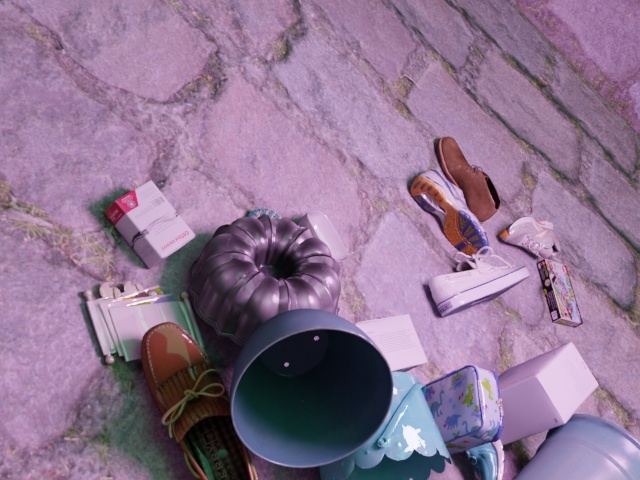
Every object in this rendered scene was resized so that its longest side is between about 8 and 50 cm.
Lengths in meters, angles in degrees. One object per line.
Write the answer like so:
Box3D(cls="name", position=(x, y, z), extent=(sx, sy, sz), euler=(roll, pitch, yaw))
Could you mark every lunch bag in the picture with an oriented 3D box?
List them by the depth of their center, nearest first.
Box3D(cls="lunch bag", position=(0.316, 0.389, 1.788), extent=(0.090, 0.219, 0.176), euler=(22, 50, -30))

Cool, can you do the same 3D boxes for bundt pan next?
Box3D(cls="bundt pan", position=(-0.103, 0.068, 1.617), extent=(0.330, 0.124, 0.331), euler=(12, 41, -10))

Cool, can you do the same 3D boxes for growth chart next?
Box3D(cls="growth chart", position=(-0.336, 0.158, 1.514), extent=(0.237, 0.021, 0.172), euler=(2, 62, -41))

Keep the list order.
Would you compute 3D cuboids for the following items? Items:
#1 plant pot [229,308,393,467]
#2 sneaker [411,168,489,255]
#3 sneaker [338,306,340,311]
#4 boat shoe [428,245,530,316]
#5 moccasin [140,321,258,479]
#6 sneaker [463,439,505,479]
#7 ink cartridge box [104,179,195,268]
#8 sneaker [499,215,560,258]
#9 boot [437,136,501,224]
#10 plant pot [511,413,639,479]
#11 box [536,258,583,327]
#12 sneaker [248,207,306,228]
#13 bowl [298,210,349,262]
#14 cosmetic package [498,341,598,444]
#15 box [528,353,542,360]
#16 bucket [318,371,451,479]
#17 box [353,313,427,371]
Box3D(cls="plant pot", position=(-0.031, 0.240, 1.436), extent=(0.290, 0.290, 0.195), euler=(30, 14, -23))
Box3D(cls="sneaker", position=(0.397, -0.091, 2.260), extent=(0.296, 0.112, 0.131), euler=(51, 42, -4))
Box3D(cls="sneaker", position=(-0.066, 0.147, 1.700), extent=(0.261, 0.104, 0.125), euler=(-12, 70, -45))
Box3D(cls="boat shoe", position=(0.431, 0.093, 2.168), extent=(0.367, 0.136, 0.156), euler=(-16, 71, -36))
Box3D(cls="moccasin", position=(-0.218, 0.323, 1.406), extent=(0.139, 0.147, 0.380), euler=(-17, 77, -19))
Box3D(cls="sneaker", position=(0.358, 0.481, 1.864), extent=(0.110, 0.107, 0.275), euler=(10, 45, -24))
Box3D(cls="ink cartridge box", position=(-0.348, -0.032, 1.598), extent=(0.150, 0.063, 0.109), euler=(52, 42, -2))
Box3D(cls="sneaker", position=(0.671, -0.001, 2.441), extent=(0.262, 0.099, 0.121), euler=(0, 55, -41))
Box3D(cls="boot", position=(0.459, -0.202, 2.388), extent=(0.112, 0.115, 0.305), euler=(-6, 67, -42))
Box3D(cls="plant pot", position=(0.567, 0.629, 1.780), extent=(0.334, 0.341, 0.341), euler=(-26, 81, -35))
Box3D(cls="box", position=(0.755, 0.166, 2.460), extent=(0.114, 0.036, 0.207), euler=(14, 55, -35))
Box3D(cls="sneaker", position=(-0.099, -0.012, 1.807), extent=(0.166, 0.076, 0.065), euler=(30, 46, 12))
Box3D(cls="bowl", position=(0.000, 0.000, 1.867), extent=(0.142, 0.053, 0.142), euler=(61, 17, 6))
Box3D(cls="cosmetic package", position=(0.542, 0.392, 1.983), extent=(0.224, 0.224, 0.138), euler=(-26, 82, -48))
Box3D(cls="box", position=(0.633, 0.374, 2.203), extent=(0.062, 0.052, 0.083), euler=(21, 50, -30))
Box3D(cls="bucket", position=(0.112, 0.397, 1.576), extent=(0.281, 0.281, 0.183), euler=(10, 52, -37))
Box3D(cls="box", position=(0.101, 0.256, 1.715), extent=(0.181, 0.181, 0.119), euler=(-4, 67, -43))
